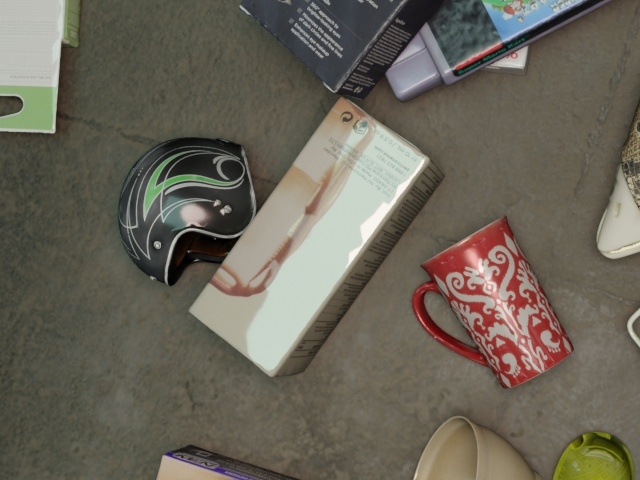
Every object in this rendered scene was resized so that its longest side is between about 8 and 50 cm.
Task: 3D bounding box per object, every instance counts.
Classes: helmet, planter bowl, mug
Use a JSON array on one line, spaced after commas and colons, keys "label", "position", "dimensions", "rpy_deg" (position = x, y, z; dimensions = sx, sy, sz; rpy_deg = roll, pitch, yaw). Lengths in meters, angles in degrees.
[{"label": "helmet", "position": [-0.158, -0.036, 1.315], "dimensions": [0.161, 0.169, 0.170], "rpy_deg": [-10, 85, -5]}, {"label": "planter bowl", "position": [0.180, 0.288, 1.242], "dimensions": [0.109, 0.162, 0.162], "rpy_deg": [20, 91, -15]}, {"label": "mug", "position": [0.197, 0.077, 1.279], "dimensions": [0.113, 0.150, 0.169], "rpy_deg": [-29, 85, -28]}]

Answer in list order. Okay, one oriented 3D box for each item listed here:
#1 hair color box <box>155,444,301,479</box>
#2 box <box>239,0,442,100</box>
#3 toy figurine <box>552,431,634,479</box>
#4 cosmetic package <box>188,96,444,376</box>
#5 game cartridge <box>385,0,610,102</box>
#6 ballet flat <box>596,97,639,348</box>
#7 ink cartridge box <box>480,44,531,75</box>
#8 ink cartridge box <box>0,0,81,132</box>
[{"label": "hair color box", "position": [-0.130, 0.432, 1.313], "dimensions": [0.185, 0.110, 0.339], "rpy_deg": [15, 88, 13]}, {"label": "box", "position": [0.027, -0.264, 1.228], "dimensions": [0.156, 0.093, 0.158], "rpy_deg": [45, 107, 17]}, {"label": "toy figurine", "position": [0.293, 0.401, 1.169], "dimensions": [0.191, 0.217, 0.363], "rpy_deg": [19, 91, 12]}, {"label": "cosmetic package", "position": [0.000, 0.000, 1.286], "dimensions": [0.129, 0.153, 0.296], "rpy_deg": [36, 93, 12]}, {"label": "game cartridge", "position": [0.200, -0.329, 1.255], "dimensions": [0.355, 0.068, 0.230], "rpy_deg": [-27, 76, 12]}, {"label": "ballet flat", "position": [0.404, 0.043, 1.209], "dimensions": [0.182, 0.164, 0.483], "rpy_deg": [-26, 83, 30]}, {"label": "ink cartridge box", "position": [0.204, -0.259, 1.306], "dimensions": [0.088, 0.052, 0.123], "rpy_deg": [9, 88, 13]}, {"label": "ink cartridge box", "position": [-0.396, -0.255, 1.430], "dimensions": [0.171, 0.056, 0.235], "rpy_deg": [3, 91, 12]}]
